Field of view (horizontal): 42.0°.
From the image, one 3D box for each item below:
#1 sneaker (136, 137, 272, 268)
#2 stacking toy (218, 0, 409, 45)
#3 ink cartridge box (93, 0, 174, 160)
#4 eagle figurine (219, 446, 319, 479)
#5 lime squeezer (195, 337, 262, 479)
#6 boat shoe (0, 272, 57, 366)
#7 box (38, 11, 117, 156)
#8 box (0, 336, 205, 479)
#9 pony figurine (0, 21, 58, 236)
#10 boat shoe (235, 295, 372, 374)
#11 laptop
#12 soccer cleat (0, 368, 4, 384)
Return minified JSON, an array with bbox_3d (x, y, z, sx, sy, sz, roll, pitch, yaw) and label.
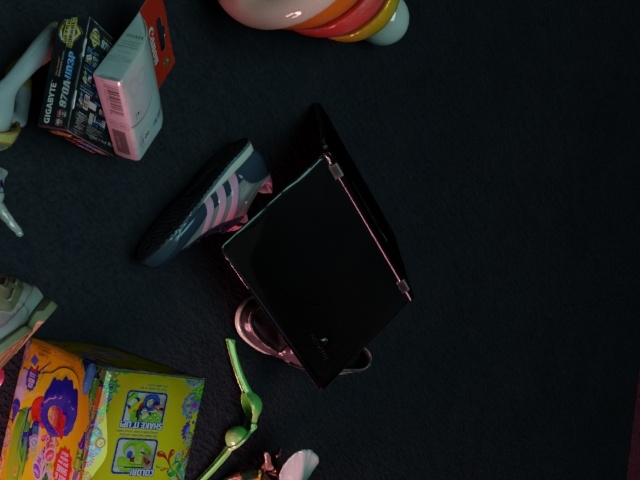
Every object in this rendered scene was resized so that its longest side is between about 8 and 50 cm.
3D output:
[{"bbox_3d":[-0.198,-0.043,1.531,0.319,0.112,0.131,-50,122,-24],"label":"sneaker"},{"bbox_3d":[0.044,-0.493,1.619,0.480,0.350,0.351,23,79,-57],"label":"stacking toy"},{"bbox_3d":[-0.282,-0.278,1.375,0.189,0.066,0.232,92,23,-55],"label":"ink cartridge box"},{"bbox_3d":[-0.052,0.569,1.652,0.226,0.298,0.225,-30,161,-1],"label":"eagle figurine"},{"bbox_3d":[-0.173,0.356,1.631,0.109,0.058,0.311,22,81,-40],"label":"lime squeezer"},{"bbox_3d":[-0.480,0.126,1.211,0.103,0.302,0.113,42,93,-10],"label":"boat shoe"},{"bbox_3d":[-0.364,-0.238,1.318,0.220,0.051,0.175,38,62,-84],"label":"box"},{"bbox_3d":[-0.355,0.319,1.314,0.177,0.289,0.279,15,84,-41],"label":"box"},{"bbox_3d":[-0.525,-0.205,1.158,0.351,0.302,0.364,33,58,-47],"label":"pony figurine"},{"bbox_3d":[-0.021,0.204,1.708,0.340,0.113,0.127,35,72,-37],"label":"boat shoe"},{"bbox_3d":[0.000,0.000,1.674,0.236,0.408,0.382,-26,119,10],"label":"laptop"},{"bbox_3d":[-0.623,0.157,1.202,0.143,0.116,0.331,-47,130,2],"label":"soccer cleat"}]
